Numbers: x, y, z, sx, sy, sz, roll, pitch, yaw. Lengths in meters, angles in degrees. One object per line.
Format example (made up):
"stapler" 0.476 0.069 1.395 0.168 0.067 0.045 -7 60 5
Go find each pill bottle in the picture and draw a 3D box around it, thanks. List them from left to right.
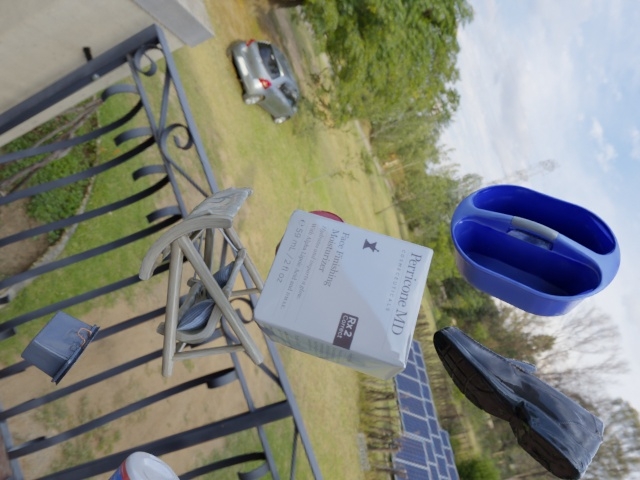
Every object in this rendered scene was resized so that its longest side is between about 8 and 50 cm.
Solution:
"pill bottle" -0.351 0.489 0.745 0.124 0.221 0.124 38 -10 8

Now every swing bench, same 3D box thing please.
"swing bench" -0.191 0.053 0.776 0.253 0.165 0.255 -93 174 -74

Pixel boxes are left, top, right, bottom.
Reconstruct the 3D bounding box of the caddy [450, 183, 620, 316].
"caddy" 0.458 0.011 0.976 0.241 0.341 0.179 -55 153 -18

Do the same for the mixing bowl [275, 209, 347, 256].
"mixing bowl" 0.000 0.000 0.933 0.181 0.181 0.098 -93 -167 -51

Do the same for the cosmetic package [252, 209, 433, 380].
"cosmetic package" 0.030 0.077 0.581 0.151 0.183 0.151 87 20 -67

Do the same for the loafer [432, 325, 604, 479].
"loafer" 0.185 0.142 0.429 0.170 0.061 0.062 45 -25 27

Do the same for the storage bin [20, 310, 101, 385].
"storage bin" -0.530 0.208 0.903 0.091 0.098 0.135 39 19 -18
